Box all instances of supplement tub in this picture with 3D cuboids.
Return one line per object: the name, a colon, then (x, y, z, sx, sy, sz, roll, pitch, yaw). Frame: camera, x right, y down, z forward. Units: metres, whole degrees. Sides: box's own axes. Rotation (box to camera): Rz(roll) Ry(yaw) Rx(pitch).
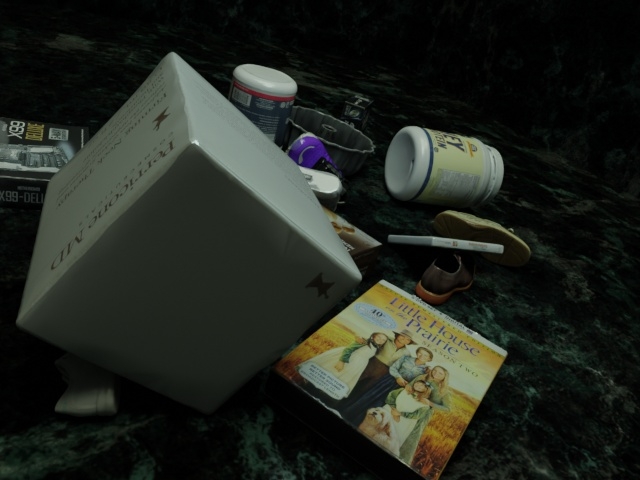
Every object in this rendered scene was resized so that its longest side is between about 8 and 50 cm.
supplement tub: (0.396, -0.229, 1.802, 0.324, 0.236, 0.235, 5, 31, -22)
supplement tub: (-0.190, -0.365, 1.661, 0.191, 0.272, 0.191, 14, 29, -8)

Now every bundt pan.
bundt pan: (0.006, -0.314, 1.823, 0.330, 0.124, 0.331, 20, 24, -10)

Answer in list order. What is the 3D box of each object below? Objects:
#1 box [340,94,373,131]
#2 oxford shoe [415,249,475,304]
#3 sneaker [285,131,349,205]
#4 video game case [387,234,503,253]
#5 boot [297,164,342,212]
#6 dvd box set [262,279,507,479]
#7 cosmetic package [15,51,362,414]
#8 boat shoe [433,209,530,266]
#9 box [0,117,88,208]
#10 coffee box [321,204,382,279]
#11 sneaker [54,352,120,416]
box: (0.120, -0.427, 2.051, 0.077, 0.180, 0.147, 21, 27, 9)
oxford shoe: (0.331, 0.069, 1.380, 0.096, 0.098, 0.271, 30, 30, 22)
sneaker: (0.014, -0.180, 1.523, 0.146, 0.102, 0.293, 47, 1, 27)
video game case: (0.316, 0.009, 1.441, 0.206, 0.026, 0.227, 6, 0, -21)
boot: (-0.074, -0.137, 1.451, 0.258, 0.123, 0.095, 20, 57, 6)
dvd box set: (0.141, 0.236, 1.014, 0.307, 0.062, 0.420, 31, 31, 21)
cosmetic package: (-0.203, -0.022, 0.875, 0.327, 0.329, 0.394, 40, 13, -35)
boat shoe: (0.473, -0.019, 1.613, 0.285, 0.105, 0.089, 29, 33, 20)
box: (-0.657, -0.179, 1.268, 0.242, 0.077, 0.307, 4, 32, -25)
coffee box: (0.000, 0.000, 1.310, 0.246, 0.098, 0.141, 35, 33, 29)
sneaker: (-0.347, 0.171, 0.841, 0.094, 0.080, 0.212, -3, 33, -11)
